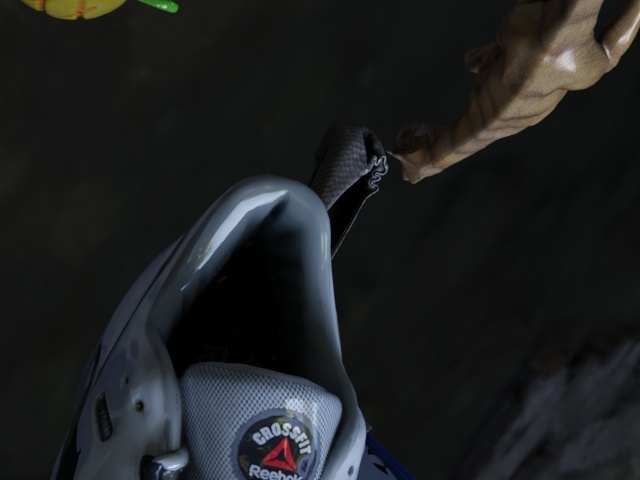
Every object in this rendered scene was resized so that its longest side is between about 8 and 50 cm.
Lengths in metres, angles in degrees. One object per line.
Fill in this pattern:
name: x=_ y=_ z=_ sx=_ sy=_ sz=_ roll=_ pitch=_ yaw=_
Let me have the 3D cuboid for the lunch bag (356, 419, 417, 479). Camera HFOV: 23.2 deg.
lunch bag: x=-0.029 y=0.246 z=1.127 sx=0.115 sy=0.243 sz=0.303 roll=-12 pitch=131 yaw=-41

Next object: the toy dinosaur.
toy dinosaur: x=0.092 y=-0.078 z=0.594 sx=0.112 sy=0.064 sz=0.211 roll=-41 pitch=171 yaw=-30

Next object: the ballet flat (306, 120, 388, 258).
ballet flat: x=0.000 y=0.000 z=1.259 sx=0.084 sy=0.058 sz=0.250 roll=93 pitch=16 yaw=-50

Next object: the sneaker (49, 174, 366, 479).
sneaker: x=-0.048 y=0.116 z=0.545 sx=0.146 sy=0.122 sz=0.330 roll=120 pitch=-23 yaw=-49

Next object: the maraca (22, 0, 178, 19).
maraca: x=-0.217 y=-0.247 z=1.422 sx=0.186 sy=0.127 sz=0.099 roll=18 pitch=101 yaw=-35
